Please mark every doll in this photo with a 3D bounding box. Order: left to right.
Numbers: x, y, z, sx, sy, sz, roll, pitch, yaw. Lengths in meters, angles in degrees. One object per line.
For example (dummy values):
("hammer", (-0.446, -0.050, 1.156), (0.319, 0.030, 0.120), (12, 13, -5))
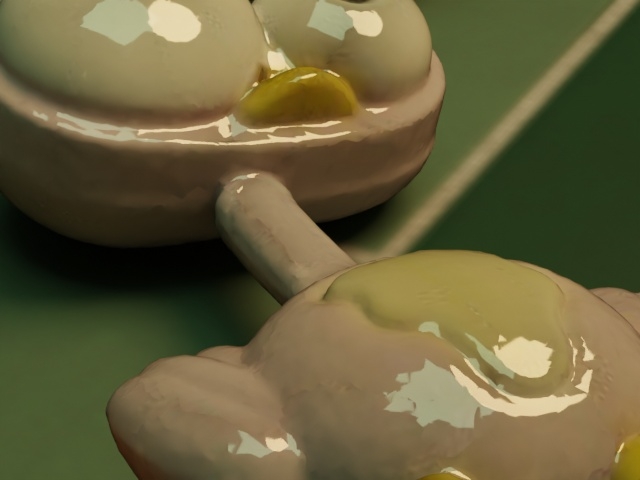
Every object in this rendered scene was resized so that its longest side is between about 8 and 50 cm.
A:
("doll", (0.000, 0.001, 0.495), (0.160, 0.094, 0.365), (-9, 37, -20))
